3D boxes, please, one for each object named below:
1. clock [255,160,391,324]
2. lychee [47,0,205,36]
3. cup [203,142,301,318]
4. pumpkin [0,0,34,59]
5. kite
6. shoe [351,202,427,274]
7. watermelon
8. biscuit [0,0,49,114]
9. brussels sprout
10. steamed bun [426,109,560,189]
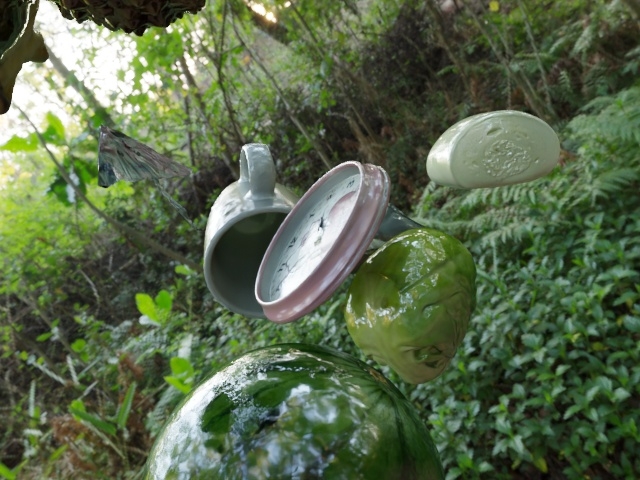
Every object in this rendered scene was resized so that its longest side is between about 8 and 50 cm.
[{"bbox_3d":[0.001,0.001,0.683,0.244,0.056,0.244,-45,23,25],"label":"clock"},{"bbox_3d":[-0.173,-0.302,0.442,0.267,0.268,0.267,-33,13,9],"label":"lychee"},{"bbox_3d":[-0.121,-0.047,0.983,0.227,0.301,0.257,-9,32,-15],"label":"cup"},{"bbox_3d":[-0.480,-0.227,0.490,0.232,0.242,0.324,-49,-29,19],"label":"pumpkin"},{"bbox_3d":[-0.166,-0.063,0.515,0.011,0.157,0.139,-48,-10,26],"label":"kite"},{"bbox_3d":[0.171,-0.017,1.237,0.336,0.171,0.132,0,-26,-32],"label":"shoe"},{"bbox_3d":[-0.023,0.204,0.412,0.242,0.242,0.242,-33,13,9],"label":"watermelon"},{"bbox_3d":[-0.522,-0.333,0.888,0.164,0.047,0.208,115,163,-45],"label":"biscuit"},{"bbox_3d":[0.133,0.086,0.742,0.161,0.223,0.223,23,49,29],"label":"brussels sprout"},{"bbox_3d":[0.366,-0.201,1.144,0.249,0.155,0.200,-7,12,-3],"label":"steamed bun"}]
